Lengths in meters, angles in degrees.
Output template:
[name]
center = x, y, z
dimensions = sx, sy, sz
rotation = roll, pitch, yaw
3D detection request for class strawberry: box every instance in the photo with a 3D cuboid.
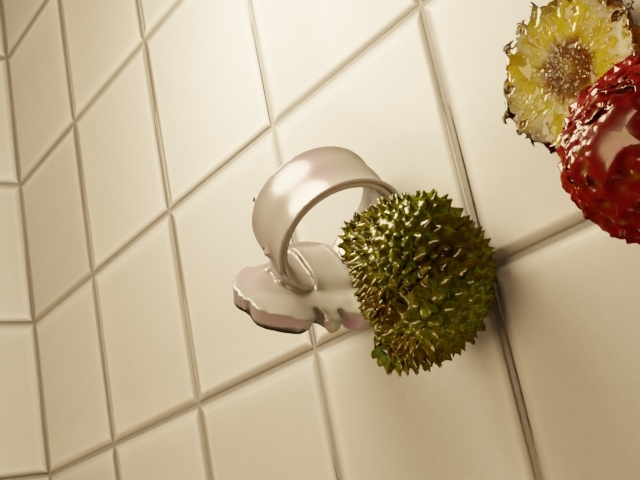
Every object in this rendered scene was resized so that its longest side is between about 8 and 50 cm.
[strawberry]
center = 0.319, -0.107, 0.978
dimensions = 0.234, 0.178, 0.233
rotation = -4, 84, 37

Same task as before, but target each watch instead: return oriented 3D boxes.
[watch]
center = 0.000, 0.000, 1.372
dimensions = 0.196, 0.244, 0.231
rotation = 50, 134, 43

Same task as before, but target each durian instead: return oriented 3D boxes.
[durian]
center = 0.127, 0.045, 1.232
dimensions = 0.176, 0.200, 0.237
rotation = 137, 131, -57

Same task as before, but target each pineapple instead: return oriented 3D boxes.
[pineapple]
center = 0.301, -0.204, 1.145
dimensions = 0.221, 0.047, 0.221
rotation = 1, 91, 50
